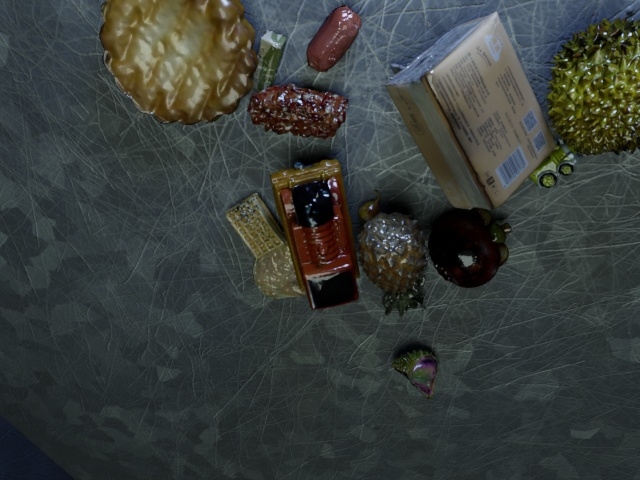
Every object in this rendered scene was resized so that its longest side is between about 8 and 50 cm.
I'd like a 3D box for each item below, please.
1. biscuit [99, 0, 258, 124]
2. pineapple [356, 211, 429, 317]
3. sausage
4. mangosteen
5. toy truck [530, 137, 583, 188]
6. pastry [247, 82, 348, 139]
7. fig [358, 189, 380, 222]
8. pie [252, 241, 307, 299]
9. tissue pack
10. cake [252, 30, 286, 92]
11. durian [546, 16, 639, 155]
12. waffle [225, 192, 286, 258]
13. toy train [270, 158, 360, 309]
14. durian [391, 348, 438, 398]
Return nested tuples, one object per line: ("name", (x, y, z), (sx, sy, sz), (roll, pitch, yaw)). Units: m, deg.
("biscuit", (-0.284, -0.395, 1.071), (0.326, 0.107, 0.325), (3, 123, 5))
("pineapple", (0.181, 0.078, 1.286), (0.175, 0.175, 0.361), (2, 146, 9))
("sausage", (0.024, -0.396, 1.032), (0.076, 0.076, 0.141), (35, 122, -14))
("mangosteen", (0.352, 0.013, 1.218), (0.200, 0.199, 0.199), (5, 126, 7))
("toy truck", (0.497, -0.168, 1.116), (0.077, 0.076, 0.111), (49, 120, 0))
("pastry", (-0.047, -0.276, 1.114), (0.209, 0.097, 0.115), (7, 134, 3))
("fig", (0.123, -0.081, 1.260), (0.050, 0.050, 0.083), (22, 106, -6))
("pie", (-0.083, 0.077, 1.401), (0.218, 0.052, 0.185), (-11, 123, 19))
("tissue pack", (0.276, -0.244, 1.038), (0.239, 0.238, 0.305), (-24, 118, 24))
("cake", (-0.111, -0.376, 1.102), (0.051, 0.055, 0.140), (21, 143, -6))
("durian", (0.552, -0.280, 0.923), (0.293, 0.258, 0.258), (-14, 121, 13))
("waffle", (-0.162, -0.035, 1.324), (0.103, 0.042, 0.148), (-27, 103, 26))
("toy train", (0.000, 0.000, 1.204), (0.163, 0.231, 0.368), (-14, 123, -2))
("durian", (0.288, 0.368, 1.532), (0.108, 0.119, 0.186), (-47, 125, -6))
